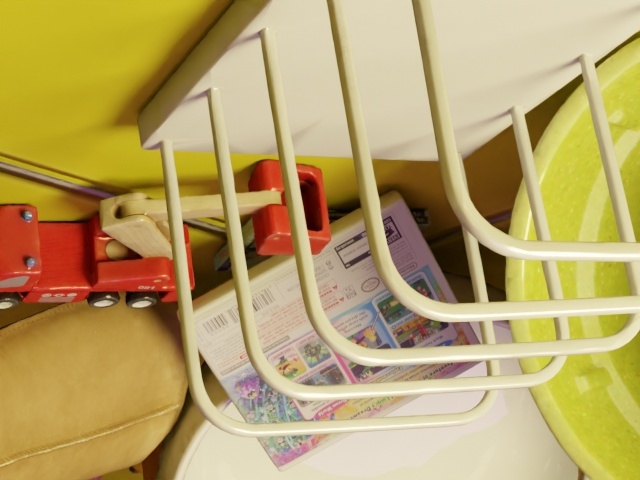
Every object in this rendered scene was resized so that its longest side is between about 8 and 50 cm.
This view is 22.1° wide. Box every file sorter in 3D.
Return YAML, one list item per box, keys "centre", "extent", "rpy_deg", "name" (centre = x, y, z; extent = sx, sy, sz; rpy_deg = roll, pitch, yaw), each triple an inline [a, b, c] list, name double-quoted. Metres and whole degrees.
- centre: [0.062, -0.029, 0.738]
  extent: [0.192, 0.173, 0.277]
  rpy_deg: [0, 160, -27]
  name: "file sorter"

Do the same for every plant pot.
- centre: [0.283, 0.017, 0.900]
  extent: [0.276, 0.276, 0.254]
  rpy_deg: [-21, 171, 34]
  name: "plant pot"

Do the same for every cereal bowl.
- centre: [0.040, 0.158, 1.194]
  extent: [0.339, 0.141, 0.339]
  rpy_deg: [-7, 122, -12]
  name: "cereal bowl"

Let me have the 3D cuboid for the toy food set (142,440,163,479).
- centre: [-0.066, 0.165, 1.412]
  extent: [0.232, 0.105, 0.111]
  rpy_deg: [2, 165, -34]
  name: "toy food set"

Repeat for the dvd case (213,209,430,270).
- centre: [0.000, 0.000, 1.062]
  extent: [0.119, 0.013, 0.087]
  rpy_deg: [0, 161, -24]
  name: "dvd case"

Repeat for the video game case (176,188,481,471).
- centre: [0.010, 0.060, 1.038]
  extent: [0.157, 0.019, 0.143]
  rpy_deg: [-29, 123, 1]
  name: "video game case"

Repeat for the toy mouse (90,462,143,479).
- centre: [-0.225, 0.221, 1.616]
  extent: [0.143, 0.031, 0.161]
  rpy_deg: [3, 159, -32]
  name: "toy mouse"

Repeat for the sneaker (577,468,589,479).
- centre: [0.238, 0.095, 1.045]
  extent: [0.121, 0.108, 0.302]
  rpy_deg: [6, -167, 19]
  name: "sneaker"

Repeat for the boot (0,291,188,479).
- centre: [-0.195, 0.152, 1.004]
  extent: [0.089, 0.236, 0.269]
  rpy_deg: [27, -158, 27]
  name: "boot"

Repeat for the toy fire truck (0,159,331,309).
- centre: [-0.105, -0.002, 0.950]
  extent: [0.192, 0.047, 0.135]
  rpy_deg: [1, 160, -25]
  name: "toy fire truck"
